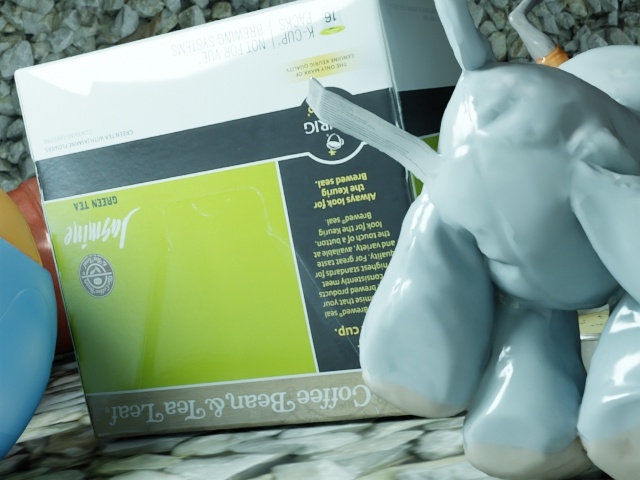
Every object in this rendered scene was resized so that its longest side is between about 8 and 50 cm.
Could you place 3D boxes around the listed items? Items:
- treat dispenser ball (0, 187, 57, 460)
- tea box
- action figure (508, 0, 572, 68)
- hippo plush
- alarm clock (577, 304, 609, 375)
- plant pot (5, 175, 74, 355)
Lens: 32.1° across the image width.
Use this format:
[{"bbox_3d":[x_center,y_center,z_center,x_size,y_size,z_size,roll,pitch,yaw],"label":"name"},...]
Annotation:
[{"bbox_3d":[-0.336,0.061,0.799,0.288,0.288,0.288,-10,4,1],"label":"treat dispenser ball"},{"bbox_3d":[-0.036,-0.022,0.949,0.328,0.324,0.220,-8,5,24],"label":"tea box"},{"bbox_3d":[0.249,-0.079,1.357,0.178,0.330,0.341,-9,-25,-41],"label":"action figure"},{"bbox_3d":[0.147,-0.013,0.657,0.234,0.294,0.236,-50,-10,33],"label":"hippo plush"},{"bbox_3d":[0.213,0.079,0.756,0.129,0.064,0.192,-10,1,0],"label":"alarm clock"},{"bbox_3d":[-0.423,0.058,1.481,0.265,0.273,0.272,-20,7,-21],"label":"plant pot"}]
